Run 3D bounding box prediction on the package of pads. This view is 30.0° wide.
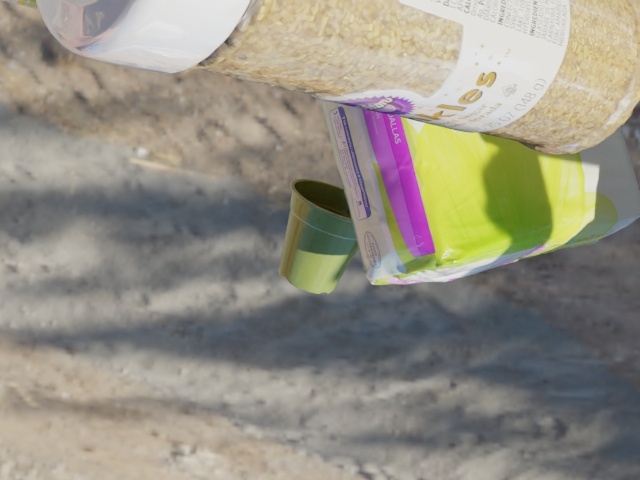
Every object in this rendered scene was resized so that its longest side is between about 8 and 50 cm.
[{"bbox_3d":[0.137,-0.091,0.984,0.297,0.229,0.101,-13,177,-44],"label":"package of pads"}]

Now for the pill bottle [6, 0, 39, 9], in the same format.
[{"bbox_3d":[-0.286,-0.254,0.823,0.246,0.136,0.136,12,155,-20],"label":"pill bottle"}]

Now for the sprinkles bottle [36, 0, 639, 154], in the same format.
[{"bbox_3d":[0.032,-0.125,0.625,0.355,0.121,0.121,6,163,-43],"label":"sprinkles bottle"}]

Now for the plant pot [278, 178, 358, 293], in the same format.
[{"bbox_3d":[0.000,0.000,1.015,0.083,0.083,0.079,16,110,-17],"label":"plant pot"}]
